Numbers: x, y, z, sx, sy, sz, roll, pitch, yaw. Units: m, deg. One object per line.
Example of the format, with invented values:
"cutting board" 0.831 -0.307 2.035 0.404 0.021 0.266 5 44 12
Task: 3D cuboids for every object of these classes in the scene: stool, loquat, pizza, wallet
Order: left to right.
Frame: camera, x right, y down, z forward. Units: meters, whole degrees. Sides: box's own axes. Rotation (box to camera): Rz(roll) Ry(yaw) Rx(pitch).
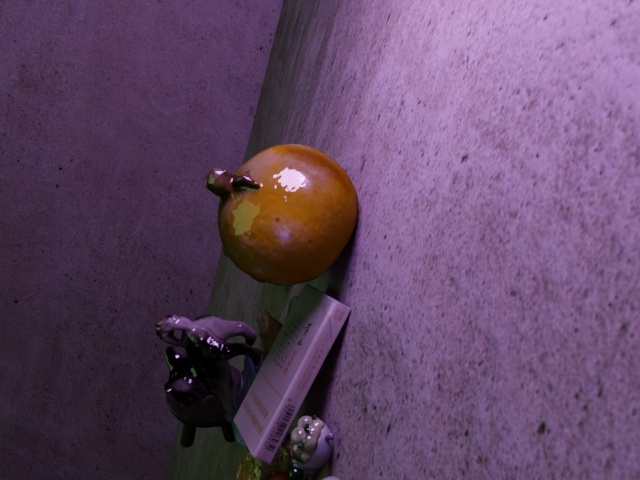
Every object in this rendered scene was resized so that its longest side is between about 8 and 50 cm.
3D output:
"stool" -0.387 0.565 2.047 0.272 0.271 0.179 -102 14 -53
"wallet" -0.212 0.475 1.825 0.176 0.074 0.251 -128 53 -63
"pizza" -0.126 0.304 1.665 0.188 0.080 0.204 86 171 -52
"loquat" -0.095 -0.063 1.326 0.328 0.359 0.329 -37 40 39

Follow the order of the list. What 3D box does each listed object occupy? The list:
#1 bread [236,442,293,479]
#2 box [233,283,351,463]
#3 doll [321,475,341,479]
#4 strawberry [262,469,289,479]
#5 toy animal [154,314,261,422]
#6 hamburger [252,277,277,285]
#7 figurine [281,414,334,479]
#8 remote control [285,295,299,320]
"bread" -0.130 0.595 1.387 0.174 0.121 0.246 -21 54 61
"box" -0.070 0.282 1.324 0.365 0.051 0.204 -62 20 -4
"doll" -0.020 0.556 1.009 0.258 0.154 0.228 -59 -8 33
"strawberry" -0.081 0.612 1.223 0.236 0.175 0.107 -49 -45 -46
"toy animal" -0.360 0.361 1.747 0.194 0.302 0.344 -102 33 -58
"hamburger" -0.141 -0.010 1.797 0.259 0.144 0.283 167 119 -75
"figurine" -0.032 0.433 1.220 0.147 0.093 0.197 -67 2 -49
"remote control" -0.050 0.224 1.499 0.244 0.047 0.087 -110 39 -61
